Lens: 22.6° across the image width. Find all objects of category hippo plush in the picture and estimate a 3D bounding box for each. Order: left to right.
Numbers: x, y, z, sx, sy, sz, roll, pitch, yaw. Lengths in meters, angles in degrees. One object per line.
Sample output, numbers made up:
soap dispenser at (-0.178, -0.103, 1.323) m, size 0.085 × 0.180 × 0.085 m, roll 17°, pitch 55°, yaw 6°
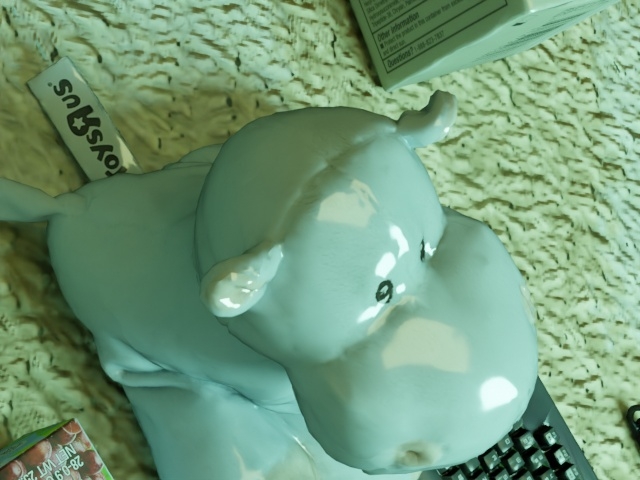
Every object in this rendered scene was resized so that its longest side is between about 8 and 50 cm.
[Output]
hippo plush at (0.000, 0.000, 0.766) m, size 0.234 × 0.236 × 0.294 m, roll -43°, pitch 101°, yaw -33°

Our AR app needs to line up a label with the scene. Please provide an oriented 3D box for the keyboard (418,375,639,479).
keyboard at (0.179, 0.198, 0.951) m, size 0.201 × 0.033 × 0.317 m, roll -34°, pitch 96°, yaw -35°

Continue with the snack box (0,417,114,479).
snack box at (-0.155, 0.208, 0.711) m, size 0.207 × 0.070 × 0.175 m, roll -33°, pitch 96°, yaw -34°

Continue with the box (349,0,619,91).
box at (0.063, -0.262, 0.937) m, size 0.121 × 0.148 × 0.311 m, roll -19°, pitch 89°, yaw -36°
